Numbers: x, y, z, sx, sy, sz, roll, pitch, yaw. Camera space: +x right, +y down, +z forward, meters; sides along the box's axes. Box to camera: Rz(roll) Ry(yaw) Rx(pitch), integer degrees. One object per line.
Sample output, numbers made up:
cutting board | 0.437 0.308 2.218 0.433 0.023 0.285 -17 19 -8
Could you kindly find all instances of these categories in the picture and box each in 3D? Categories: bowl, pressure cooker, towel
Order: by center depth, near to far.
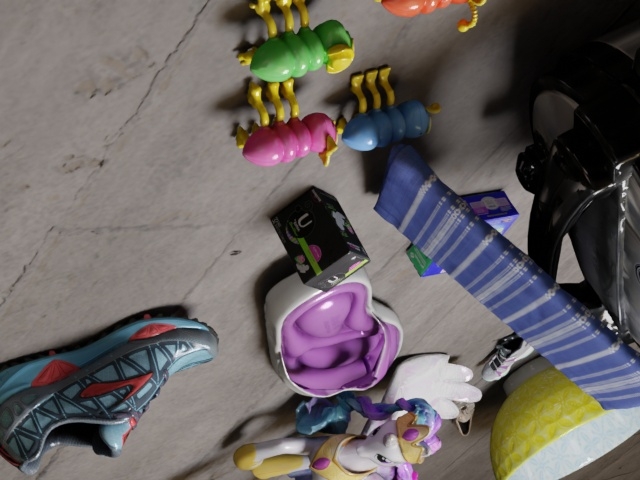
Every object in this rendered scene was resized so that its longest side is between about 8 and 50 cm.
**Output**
towel | 0.188 0.039 1.298 0.040 0.336 0.243 -48 175 -8
pressure cooker | 0.397 -0.060 1.330 0.420 0.370 0.375 -25 -166 -5
bowl | 0.387 0.278 2.208 0.289 0.156 0.289 -22 155 -11

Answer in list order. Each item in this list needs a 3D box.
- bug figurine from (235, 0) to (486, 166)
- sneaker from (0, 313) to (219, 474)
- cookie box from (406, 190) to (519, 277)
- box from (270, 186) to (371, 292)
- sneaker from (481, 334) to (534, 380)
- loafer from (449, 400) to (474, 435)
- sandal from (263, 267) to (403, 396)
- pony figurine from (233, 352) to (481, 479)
bug figurine | 0.031 -0.141 1.142 0.216 0.072 0.279 -19 154 -19
sneaker | -0.219 0.170 1.415 0.261 0.125 0.104 -20 155 -17
cookie box | 0.166 -0.007 1.572 0.091 0.040 0.107 -10 149 -35
box | 0.000 0.000 1.364 0.062 0.083 0.052 -36 154 16
sneaker | 0.275 0.173 2.040 0.098 0.038 0.069 -43 151 10
loafer | 0.236 0.284 2.202 0.045 0.039 0.125 -24 155 -7
sandal | 0.020 0.138 1.625 0.169 0.102 0.416 -27 157 3
pony figurine | 0.070 0.316 1.869 0.363 0.303 0.351 -22 158 30
